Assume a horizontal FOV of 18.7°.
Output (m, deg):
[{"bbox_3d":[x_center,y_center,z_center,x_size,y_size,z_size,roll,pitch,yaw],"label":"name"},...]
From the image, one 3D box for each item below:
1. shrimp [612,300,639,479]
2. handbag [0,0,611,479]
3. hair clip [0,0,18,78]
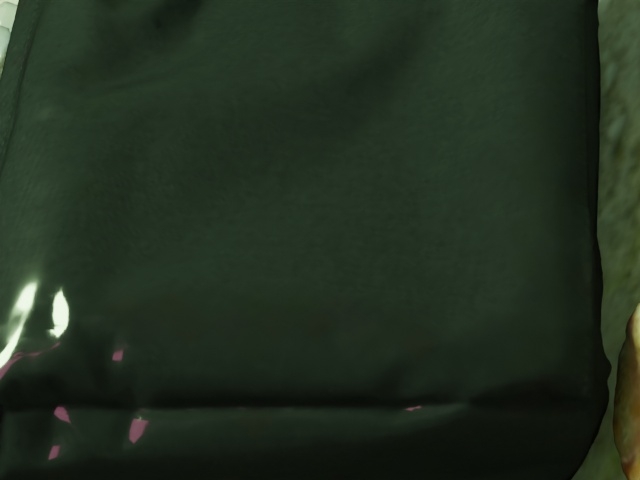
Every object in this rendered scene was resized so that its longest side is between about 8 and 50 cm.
[{"bbox_3d":[0.172,0.018,0.604,0.223,0.047,0.126,-45,37,35],"label":"shrimp"},{"bbox_3d":[-0.001,0.002,0.799,0.275,0.178,0.302,-1,49,6],"label":"handbag"},{"bbox_3d":[-0.258,-0.074,1.371,0.257,0.075,0.146,-30,44,50],"label":"hair clip"}]
